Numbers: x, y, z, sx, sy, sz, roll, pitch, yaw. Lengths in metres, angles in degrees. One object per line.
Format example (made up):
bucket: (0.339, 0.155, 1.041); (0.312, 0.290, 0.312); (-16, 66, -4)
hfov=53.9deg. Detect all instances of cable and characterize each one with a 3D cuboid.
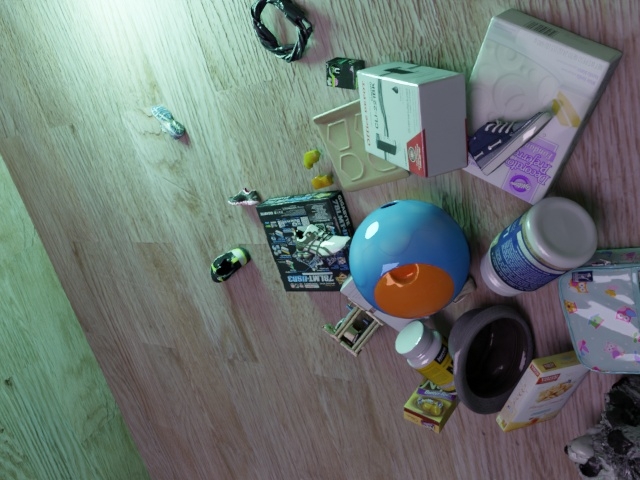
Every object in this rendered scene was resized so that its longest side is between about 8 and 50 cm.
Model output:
cable: (-0.104, -0.542, 1.598); (0.184, 0.047, 0.150); (37, 139, 13)

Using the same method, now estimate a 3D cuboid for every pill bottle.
pill bottle: (0.457, 0.025, 1.356); (0.153, 0.153, 0.264); (46, 156, 8)
pill bottle: (0.305, 0.311, 1.674); (0.208, 0.119, 0.119); (38, 141, -22)

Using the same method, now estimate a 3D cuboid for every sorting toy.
sorting toy: (0.072, -0.237, 1.644); (0.307, 0.041, 0.229); (-12, 112, 43)

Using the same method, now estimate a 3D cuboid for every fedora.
fedora: (0.407, 0.282, 1.580); (0.124, 0.244, 0.275); (-150, 49, -63)

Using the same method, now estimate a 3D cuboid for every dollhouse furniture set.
dollhouse furniture set: (0.106, 0.233, 1.832); (0.129, 0.184, 0.129); (39, 99, 7)

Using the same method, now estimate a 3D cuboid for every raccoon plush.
raccoon plush: (0.786, 0.506, 1.401); (0.446, 0.216, 0.299); (17, 133, 31)

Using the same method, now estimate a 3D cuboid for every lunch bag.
lunch bag: (0.647, 0.151, 1.348); (0.224, 0.108, 0.279); (-5, 112, 42)

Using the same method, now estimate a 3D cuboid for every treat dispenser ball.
treat dispenser ball: (0.213, 0.045, 1.517); (0.288, 0.288, 0.288); (21, 127, 29)

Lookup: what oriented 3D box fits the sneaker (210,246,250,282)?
sneaker: (-0.333, 0.091, 2.138); (0.084, 0.097, 0.235); (53, 136, 1)

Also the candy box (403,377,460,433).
candy box: (0.321, 0.434, 1.740); (0.109, 0.187, 0.053); (17, 129, 31)

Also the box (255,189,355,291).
box: (-0.026, 0.010, 1.850); (0.295, 0.073, 0.293); (-4, 113, 40)

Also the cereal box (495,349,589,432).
cereal box: (0.544, 0.364, 1.526); (0.047, 0.173, 0.240); (-119, 32, -41)

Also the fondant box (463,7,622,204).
fondant box: (0.418, -0.267, 1.290); (0.238, 0.096, 0.330); (31, 133, 21)

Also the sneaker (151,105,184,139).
sneaker: (-0.499, -0.375, 2.022); (0.135, 0.052, 0.058); (46, 140, 8)

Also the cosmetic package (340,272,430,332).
cosmetic package: (0.183, 0.149, 1.708); (0.231, 0.085, 0.117); (35, 134, -4)

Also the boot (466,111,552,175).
boot: (0.365, -0.212, 1.251); (0.086, 0.069, 0.190); (52, 138, 8)

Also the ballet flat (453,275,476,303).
ballet flat: (0.322, 0.150, 1.619); (0.168, 0.057, 0.052); (-30, 108, 16)

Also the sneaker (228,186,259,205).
sneaker: (-0.241, -0.138, 1.965); (0.119, 0.047, 0.057); (2, 102, 35)

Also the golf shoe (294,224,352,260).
golf shoe: (0.000, 0.000, 1.723); (0.198, 0.077, 0.094); (-10, 109, 40)

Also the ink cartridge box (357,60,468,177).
ink cartridge box: (0.195, -0.271, 1.371); (0.273, 0.114, 0.197); (-139, 36, -60)

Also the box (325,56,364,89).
box: (0.061, -0.407, 1.532); (0.083, 0.052, 0.062); (18, 127, 30)
